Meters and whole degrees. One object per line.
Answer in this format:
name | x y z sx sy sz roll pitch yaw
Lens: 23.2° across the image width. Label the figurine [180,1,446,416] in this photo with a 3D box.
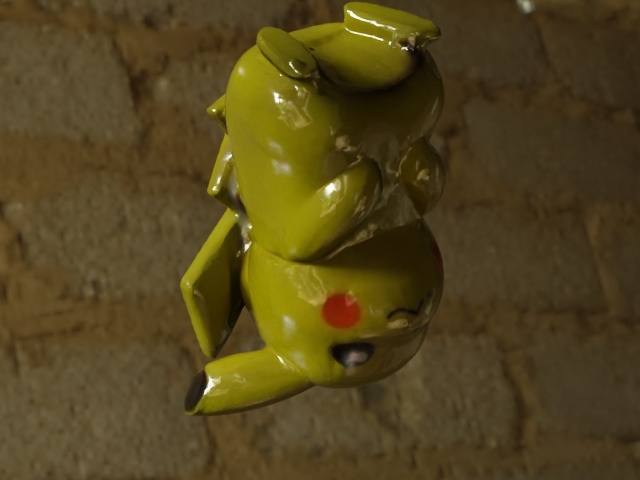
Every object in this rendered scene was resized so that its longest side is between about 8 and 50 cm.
figurine | 0.000 -0.007 1.167 0.218 0.326 0.169 -19 22 -35
